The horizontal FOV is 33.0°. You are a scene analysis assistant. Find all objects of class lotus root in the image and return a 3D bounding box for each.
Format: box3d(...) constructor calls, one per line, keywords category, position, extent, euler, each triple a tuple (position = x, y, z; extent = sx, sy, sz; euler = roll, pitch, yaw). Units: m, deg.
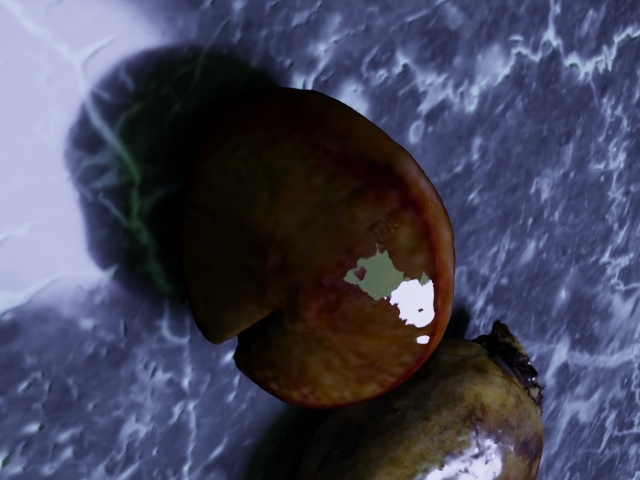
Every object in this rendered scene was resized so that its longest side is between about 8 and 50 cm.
box3d(category="lotus root", position=(0.074, 0.187, 0.858), extent=(0.314, 0.141, 0.169), euler=(-37, 127, -23))

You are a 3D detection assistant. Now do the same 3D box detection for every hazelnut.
box3d(category="hazelnut", position=(0.000, 0.000, 0.685), extent=(0.178, 0.178, 0.204), euler=(-38, 101, -24))
